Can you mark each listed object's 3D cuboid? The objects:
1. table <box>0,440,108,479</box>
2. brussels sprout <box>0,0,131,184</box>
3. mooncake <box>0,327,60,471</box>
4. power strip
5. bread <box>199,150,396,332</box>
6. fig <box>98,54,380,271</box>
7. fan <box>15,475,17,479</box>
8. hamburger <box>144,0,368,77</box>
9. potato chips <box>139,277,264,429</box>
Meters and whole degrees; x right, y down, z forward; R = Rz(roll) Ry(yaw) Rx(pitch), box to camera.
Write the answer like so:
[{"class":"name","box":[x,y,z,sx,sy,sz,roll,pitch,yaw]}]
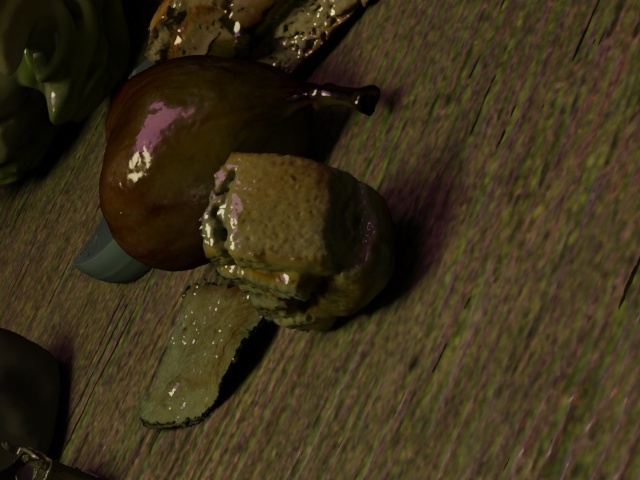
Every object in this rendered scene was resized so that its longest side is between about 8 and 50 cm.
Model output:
[{"class":"table","box":[-0.227,0.210,1.395,0.079,0.083,0.062,6,73,65]},{"class":"brussels sprout","box":[-0.416,-0.258,1.905,0.425,0.342,0.361,-23,53,41]},{"class":"mooncake","box":[-0.355,0.207,1.602,0.275,0.135,0.275,-50,27,38]},{"class":"power strip","box":[-0.148,-0.087,1.561,0.167,0.054,0.253,-18,51,55]},{"class":"bread","box":[0.004,0.002,1.131,0.110,0.156,0.103,2,72,29]},{"class":"fig","box":[-0.065,-0.079,1.310,0.274,0.145,0.170,-20,49,39]},{"class":"fan","box":[-0.256,0.230,1.331,0.191,0.009,0.329,67,158,12]},{"class":"hamburger","box":[-0.033,-0.213,1.393,0.262,0.124,0.131,-41,12,33]},{"class":"potato chips","box":[-0.093,0.083,1.327,0.209,0.026,0.142,-51,31,32]}]
